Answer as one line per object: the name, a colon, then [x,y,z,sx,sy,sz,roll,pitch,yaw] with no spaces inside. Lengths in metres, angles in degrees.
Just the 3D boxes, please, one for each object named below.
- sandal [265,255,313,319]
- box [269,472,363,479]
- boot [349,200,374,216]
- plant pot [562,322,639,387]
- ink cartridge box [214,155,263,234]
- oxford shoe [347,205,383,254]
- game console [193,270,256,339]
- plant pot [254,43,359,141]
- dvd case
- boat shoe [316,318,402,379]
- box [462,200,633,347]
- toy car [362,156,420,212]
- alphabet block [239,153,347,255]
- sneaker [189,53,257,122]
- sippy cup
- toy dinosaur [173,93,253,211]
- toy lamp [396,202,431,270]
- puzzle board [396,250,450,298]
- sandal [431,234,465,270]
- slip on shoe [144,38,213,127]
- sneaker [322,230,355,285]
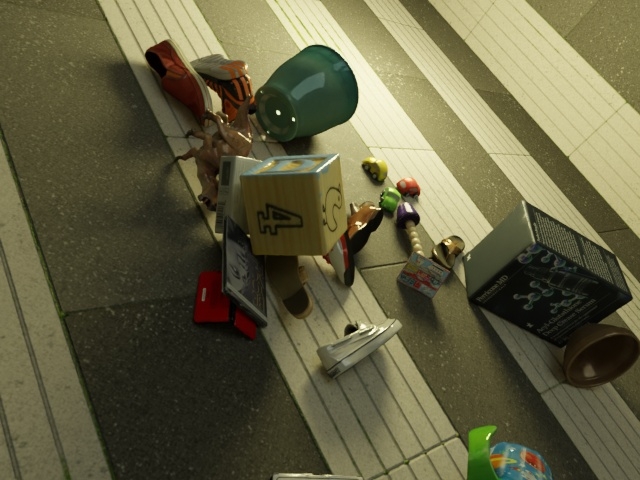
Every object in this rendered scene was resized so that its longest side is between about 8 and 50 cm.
sandal: [-0.065,0.107,1.414,0.079,0.088,0.240,51,10,-46]
box: [0.001,0.526,0.922,0.169,0.087,0.290,8,42,-17]
boot: [0.138,-0.075,1.785,0.118,0.042,0.087,-5,61,-41]
plant pot: [0.838,0.333,1.787,0.237,0.237,0.109,18,29,-25]
ink cartridge box: [-0.165,-0.106,1.478,0.232,0.066,0.189,2,93,-61]
oxford shoe: [0.101,-0.028,1.678,0.076,0.076,0.212,20,46,26]
game console: [-0.208,0.145,1.296,0.124,0.085,0.144,-3,45,-1]
plant pot: [-0.063,-0.443,1.830,0.271,0.271,0.255,45,53,8]
dvd case: [-0.171,0.069,1.328,0.164,0.018,0.221,51,23,-43]
boat shoe: [0.093,0.234,1.391,0.268,0.096,0.088,-26,75,-41]
box: [0.703,0.114,1.840,0.396,0.293,0.212,27,39,-14]
toy car: [0.245,-0.179,1.961,0.239,0.053,0.225,29,38,-12]
alphabet block: [-0.058,-0.087,1.390,0.194,0.197,0.192,1,22,21]
sneaker: [-0.298,-0.450,1.751,0.125,0.180,0.321,-28,35,-20]
sippy cup: [0.396,0.551,1.219,0.240,0.305,0.224,18,20,19]
toy dinosaur: [-0.239,-0.219,1.488,0.200,0.127,0.295,39,79,-4]
toy lamp: [0.289,-0.006,1.802,0.080,0.080,0.274,16,42,-27]
puzzle board: [0.298,0.101,1.689,0.128,0.096,0.011,30,11,-12]
sandal: [0.427,0.028,1.893,0.090,0.060,0.219,47,38,11]
slip on shoe: [-0.400,-0.444,1.673,0.101,0.123,0.331,-26,68,-24]
sneaker: [0.000,-0.001,1.557,0.090,0.145,0.270,-32,110,-77]
